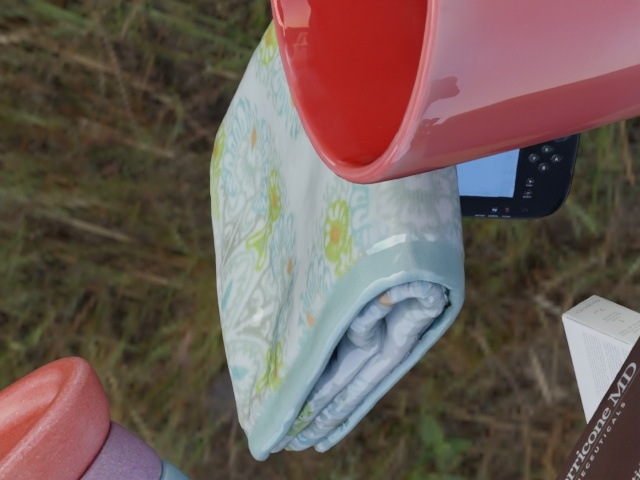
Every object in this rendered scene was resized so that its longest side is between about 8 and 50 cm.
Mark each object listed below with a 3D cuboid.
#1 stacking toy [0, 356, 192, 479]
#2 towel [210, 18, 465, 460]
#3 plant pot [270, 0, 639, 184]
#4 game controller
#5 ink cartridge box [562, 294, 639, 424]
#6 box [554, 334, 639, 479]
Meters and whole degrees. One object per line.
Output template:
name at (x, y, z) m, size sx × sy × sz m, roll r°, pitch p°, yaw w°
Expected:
stacking toy at (-0.155, 0.197, 0.649) m, size 0.279 × 0.309 × 0.130 m, roll -38°, pitch 103°, yaw 5°
towel at (0.001, -0.034, 1.264) m, size 0.090 × 0.320 × 0.374 m, roll 2°, pitch 153°, yaw -19°
plant pot at (0.120, -0.174, 0.923) m, size 0.243 × 0.275 × 0.275 m, roll -7°, pitch 141°, yaw -18°
game controller at (0.150, -0.104, 2.019) m, size 0.319 × 0.067 × 0.166 m, roll 2°, pitch 113°, yaw -4°
ink cartridge box at (0.427, 0.239, 2.068) m, size 0.261 × 0.066 × 0.296 m, roll 27°, pitch 140°, yaw 55°
box at (0.281, 0.181, 1.122) m, size 0.167 × 0.203 × 0.168 m, roll 26°, pitch 98°, yaw -14°
